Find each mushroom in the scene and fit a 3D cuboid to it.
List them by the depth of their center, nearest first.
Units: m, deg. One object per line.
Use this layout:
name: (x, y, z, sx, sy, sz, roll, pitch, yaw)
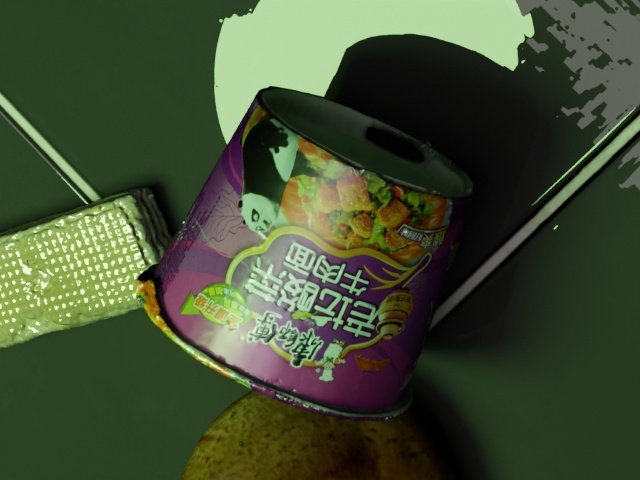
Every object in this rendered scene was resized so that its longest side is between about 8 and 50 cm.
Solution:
mushroom: (-0.007, 0.235, 1.444, 0.254, 0.267, 0.267, 39, 124, 46)

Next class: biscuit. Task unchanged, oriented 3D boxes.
biscuit: (-0.243, 0.031, 1.542, 0.239, 0.062, 0.108, -16, 100, 27)

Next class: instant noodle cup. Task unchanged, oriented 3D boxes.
instant noodle cup: (0.000, 0.000, 1.338, 0.251, 0.251, 0.190, 29, 107, 13)
